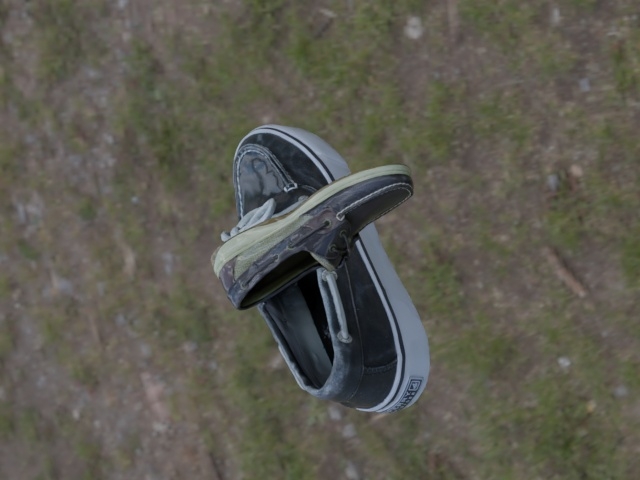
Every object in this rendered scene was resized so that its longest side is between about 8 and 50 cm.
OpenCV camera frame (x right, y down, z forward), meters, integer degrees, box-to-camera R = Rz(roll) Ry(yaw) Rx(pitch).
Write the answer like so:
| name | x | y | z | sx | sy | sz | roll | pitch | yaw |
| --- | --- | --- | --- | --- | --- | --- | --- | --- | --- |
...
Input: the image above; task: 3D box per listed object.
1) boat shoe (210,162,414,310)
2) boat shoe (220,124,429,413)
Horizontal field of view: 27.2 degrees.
| name | x | y | z | sx | sy | sz | roll | pitch | yaw |
| --- | --- | --- | --- | --- | --- | --- | --- | --- | --- |
| boat shoe | 0.000 | 0.000 | 0.899 | 0.152 | 0.056 | 0.049 | -29 | 65 | 12 |
| boat shoe | -0.024 | 0.012 | 1.054 | 0.113 | 0.104 | 0.306 | -53 | 45 | 33 |
